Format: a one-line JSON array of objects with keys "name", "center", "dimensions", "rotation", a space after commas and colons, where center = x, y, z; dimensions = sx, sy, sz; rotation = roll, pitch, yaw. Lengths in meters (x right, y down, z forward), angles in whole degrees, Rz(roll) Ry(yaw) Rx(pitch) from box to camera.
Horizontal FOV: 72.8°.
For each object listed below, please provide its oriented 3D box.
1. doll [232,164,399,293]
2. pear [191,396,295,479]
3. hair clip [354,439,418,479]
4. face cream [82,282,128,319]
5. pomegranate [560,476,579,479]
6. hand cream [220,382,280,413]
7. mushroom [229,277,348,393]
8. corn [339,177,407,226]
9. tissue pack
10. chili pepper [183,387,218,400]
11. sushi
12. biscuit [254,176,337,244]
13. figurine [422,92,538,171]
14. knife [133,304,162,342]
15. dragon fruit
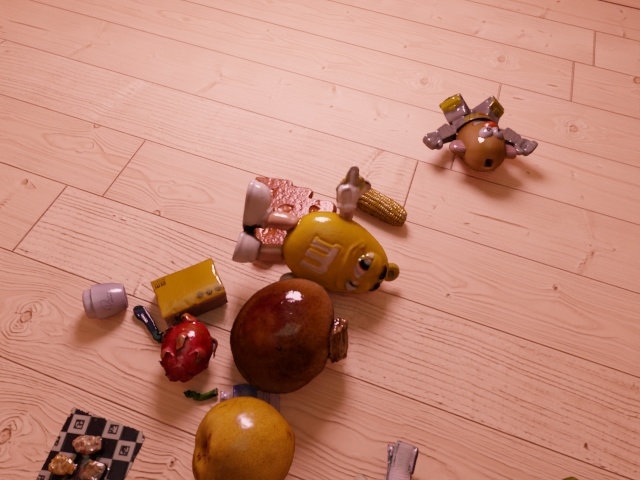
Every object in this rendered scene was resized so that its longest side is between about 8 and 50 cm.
[{"name": "doll", "center": [-0.017, -0.005, 1.110], "dimensions": [0.423, 0.348, 0.161], "rotation": [-9, 25, 2]}, {"name": "pear", "center": [-0.152, 0.428, 0.895], "dimensions": [0.209, 0.209, 0.209], "rotation": [1, 59, -2]}, {"name": "hair clip", "center": [0.148, 0.543, 0.919], "dimensions": [0.159, 0.071, 0.218], "rotation": [11, 54, 7]}, {"name": "face cream", "center": [-0.544, 0.152, 1.102], "dimensions": [0.095, 0.091, 0.091], "rotation": [-13, 61, -19]}, {"name": "pomegranate", "center": [0.525, 0.600, 0.868], "dimensions": [0.159, 0.241, 0.190], "rotation": [-47, 42, 11]}, {"name": "hand cream", "center": [-0.164, 0.369, 1.021], "dimensions": [0.142, 0.053, 0.084], "rotation": [5, 58, -12]}, {"name": "mushroom", "center": [-0.069, 0.217, 1.017], "dimensions": [0.283, 0.195, 0.263], "rotation": [2, 65, -10]}, {"name": "corn", "center": [0.156, -0.116, 1.305], "dimensions": [0.231, 0.080, 0.080], "rotation": [29, 62, 11]}, {"name": "tissue pack", "center": [-0.339, 0.133, 1.127], "dimensions": [0.169, 0.082, 0.120], "rotation": [-22, 62, -15]}, {"name": "chili pepper", "center": [-0.284, 0.366, 1.030], "dimensions": [0.083, 0.022, 0.027], "rotation": [-1, 93, -5]}, {"name": "sushi", "center": [-0.513, 0.488, 0.933], "dimensions": [0.192, 0.040, 0.210], "rotation": [16, 60, 6]}, {"name": "biscuit", "center": [-0.112, -0.082, 1.283], "dimensions": [0.284, 0.043, 0.306], "rotation": [-30, 61, -11]}, {"name": "figurine", "center": [0.506, -0.334, 1.392], "dimensions": [0.342, 0.167, 0.285], "rotation": [-8, 50, 17]}, {"name": "knife", "center": [-0.440, 0.213, 1.111], "dimensions": [0.031, 0.018, 0.121], "rotation": [-31, 66, -27]}, {"name": "dragon fruit", "center": [-0.313, 0.253, 1.035], "dimensions": [0.133, 0.136, 0.166], "rotation": [-8, 40, 3]}]
